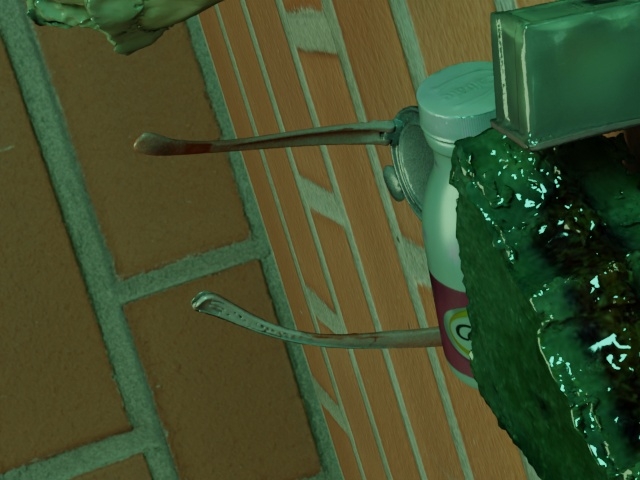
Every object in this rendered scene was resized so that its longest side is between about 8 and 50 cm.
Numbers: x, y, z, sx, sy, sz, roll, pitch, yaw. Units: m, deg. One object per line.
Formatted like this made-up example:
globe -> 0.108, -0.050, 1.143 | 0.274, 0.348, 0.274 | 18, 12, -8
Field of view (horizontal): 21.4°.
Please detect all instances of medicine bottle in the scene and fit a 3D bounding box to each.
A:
medicine bottle -> 0.110, -0.007, 1.095 | 0.090, 0.090, 0.216 | -120, 14, -54

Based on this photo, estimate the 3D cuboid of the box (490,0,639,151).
box -> 0.127, -0.086, 0.832 | 0.060, 0.085, 0.063 | -127, 26, -69

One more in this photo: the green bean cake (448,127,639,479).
green bean cake -> 0.154, 0.052, 0.884 | 0.208, 0.107, 0.193 | -120, 16, -50

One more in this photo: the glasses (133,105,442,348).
glasses -> 0.000, 0.000, 1.281 | 0.118, 0.268, 0.234 | 107, 150, -44

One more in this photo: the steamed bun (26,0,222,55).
steamed bun -> -0.077, -0.317, 1.195 | 0.346, 0.238, 0.394 | -67, -12, -61
